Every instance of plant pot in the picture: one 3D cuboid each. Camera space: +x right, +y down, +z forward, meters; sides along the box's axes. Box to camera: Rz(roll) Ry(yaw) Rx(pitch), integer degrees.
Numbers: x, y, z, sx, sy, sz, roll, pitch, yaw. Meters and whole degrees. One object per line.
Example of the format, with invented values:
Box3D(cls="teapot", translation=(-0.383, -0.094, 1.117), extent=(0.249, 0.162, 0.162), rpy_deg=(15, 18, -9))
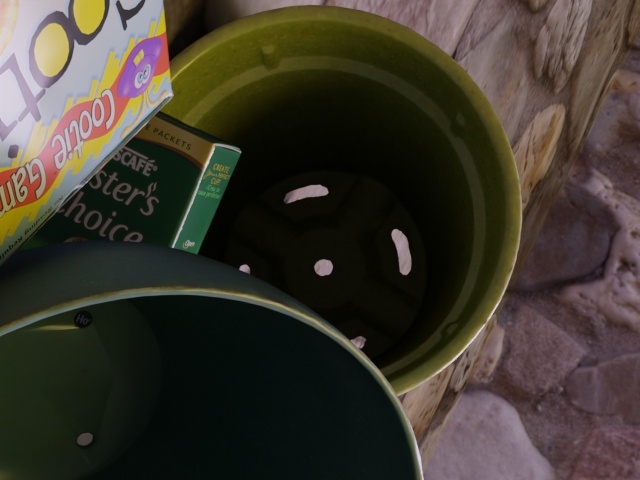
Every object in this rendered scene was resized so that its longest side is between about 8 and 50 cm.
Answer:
Box3D(cls="plant pot", translation=(-0.121, 0.116, 0.610), extent=(0.290, 0.195, 0.290), rpy_deg=(-10, 116, -21))
Box3D(cls="plant pot", translation=(0.000, 0.000, 0.915), extent=(0.276, 0.276, 0.254), rpy_deg=(-61, 172, -9))

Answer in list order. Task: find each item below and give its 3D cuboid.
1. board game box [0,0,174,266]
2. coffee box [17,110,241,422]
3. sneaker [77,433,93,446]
Box3D(cls="board game box", translation=(-0.160, -0.139, 0.448), extent=(0.142, 0.144, 0.275), rpy_deg=(-51, 158, -34))
Box3D(cls="coffee box", translation=(-0.135, 0.004, 0.744), extent=(0.184, 0.113, 0.040), rpy_deg=(-65, 158, 6))
Box3D(cls="sneaker", translation=(-0.142, 0.245, 0.807), extent=(0.447, 0.257, 0.169), rpy_deg=(-36, 147, -54))
